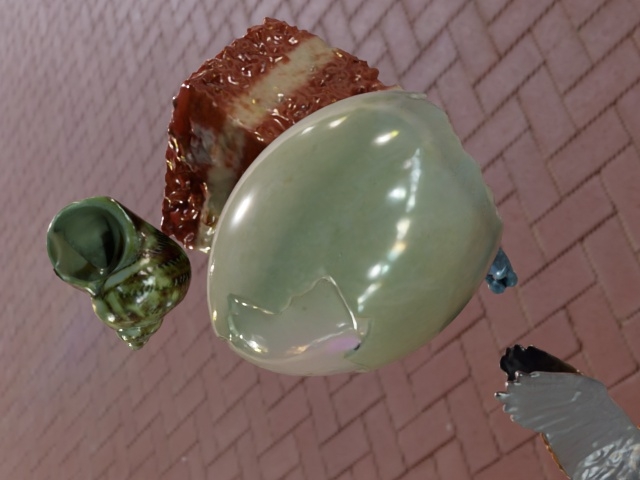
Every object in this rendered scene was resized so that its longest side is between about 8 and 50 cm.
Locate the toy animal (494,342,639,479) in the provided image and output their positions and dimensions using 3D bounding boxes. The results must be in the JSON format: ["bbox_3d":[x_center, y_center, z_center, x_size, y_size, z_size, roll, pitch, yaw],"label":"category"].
[{"bbox_3d":[0.288,0.288,1.135,0.225,0.302,0.284,17,-88,-84],"label":"toy animal"}]

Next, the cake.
[{"bbox_3d":[-0.033,-0.103,1.433,0.319,0.270,0.269,31,136,14],"label":"cake"}]

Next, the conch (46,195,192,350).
[{"bbox_3d":[-0.265,0.046,1.367,0.124,0.187,0.181,97,168,-55],"label":"conch"}]

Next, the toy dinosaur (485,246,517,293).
[{"bbox_3d":[0.162,0.018,0.978,0.030,0.047,0.083,-31,33,6],"label":"toy dinosaur"}]

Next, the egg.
[{"bbox_3d":[0.015,0.003,0.729,0.217,0.183,0.183,-32,47,0],"label":"egg"}]
